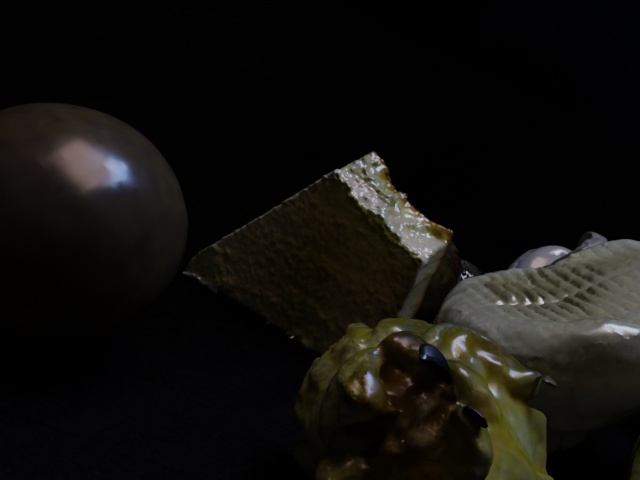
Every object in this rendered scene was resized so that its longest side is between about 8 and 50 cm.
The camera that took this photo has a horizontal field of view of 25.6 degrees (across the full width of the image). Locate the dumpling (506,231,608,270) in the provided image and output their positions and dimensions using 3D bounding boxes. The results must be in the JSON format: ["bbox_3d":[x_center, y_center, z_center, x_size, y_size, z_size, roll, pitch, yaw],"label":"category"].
[{"bbox_3d":[0.234,0.055,1.336,0.118,0.136,0.199,21,5,18],"label":"dumpling"}]

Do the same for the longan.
[{"bbox_3d":[-0.188,-0.007,0.934,0.204,0.159,0.185,-11,-13,18],"label":"longan"}]

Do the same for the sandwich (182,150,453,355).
[{"bbox_3d":[0.000,0.000,1.133,0.193,0.162,0.058,28,20,20],"label":"sandwich"}]

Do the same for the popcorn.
[{"bbox_3d":[0.064,0.131,0.863,0.168,0.173,0.195,45,6,-4],"label":"popcorn"}]

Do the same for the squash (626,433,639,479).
[{"bbox_3d":[0.311,0.178,1.122,0.137,0.137,0.287,27,4,12],"label":"squash"}]

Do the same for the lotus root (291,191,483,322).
[{"bbox_3d":[0.050,0.020,1.229,0.209,0.120,0.120,21,17,-12],"label":"lotus root"}]

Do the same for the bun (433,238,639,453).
[{"bbox_3d":[0.193,0.091,1.097,0.229,0.145,0.229,-5,19,2],"label":"bun"}]
